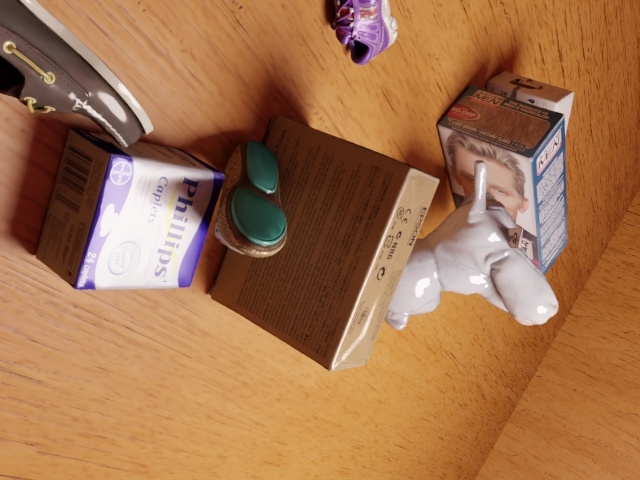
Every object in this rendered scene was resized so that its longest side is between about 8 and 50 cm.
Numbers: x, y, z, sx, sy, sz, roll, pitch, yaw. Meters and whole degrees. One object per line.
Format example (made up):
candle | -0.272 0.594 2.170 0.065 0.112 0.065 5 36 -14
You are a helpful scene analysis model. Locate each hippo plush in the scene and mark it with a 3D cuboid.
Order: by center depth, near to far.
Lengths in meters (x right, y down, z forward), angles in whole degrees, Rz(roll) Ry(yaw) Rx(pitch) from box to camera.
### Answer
hippo plush | 0.200 0.058 1.005 0.236 0.234 0.294 -29 169 12

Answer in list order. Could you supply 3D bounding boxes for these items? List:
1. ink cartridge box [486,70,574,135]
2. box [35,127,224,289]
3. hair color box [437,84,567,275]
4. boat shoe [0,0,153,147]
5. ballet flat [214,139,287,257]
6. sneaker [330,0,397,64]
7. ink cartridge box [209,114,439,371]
ink cartridge box | 0.350 -0.219 1.130 0.056 0.135 0.099 -33 135 -32
box | -0.175 -0.025 0.622 0.137 0.072 0.126 3 111 -54
hair color box | 0.324 -0.089 1.149 0.105 0.173 0.347 -49 143 -17
boat shoe | -0.217 -0.138 0.488 0.069 0.081 0.228 -52 138 -10
ballet flat | -0.074 -0.029 0.671 0.073 0.206 0.067 31 116 -18
sneaker | 0.039 -0.264 0.752 0.071 0.068 0.170 -49 145 -9
ink cartridge box | 0.000 0.000 0.761 0.088 0.193 0.235 6 108 -56
